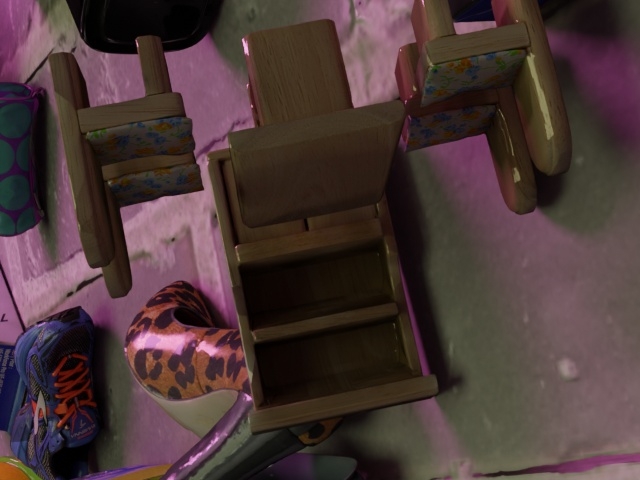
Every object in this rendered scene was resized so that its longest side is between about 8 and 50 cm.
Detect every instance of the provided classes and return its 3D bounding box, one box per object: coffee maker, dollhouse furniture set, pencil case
[{"bbox_3d":[-0.147,-0.221,0.939,0.171,0.120,0.178,84,162,-54],"label":"coffee maker"},{"bbox_3d":[0.000,0.000,0.627,0.242,0.212,0.161,96,162,-78],"label":"dollhouse furniture set"},{"bbox_3d":[-0.320,-0.084,1.291,0.064,0.070,0.152,-77,-11,-70],"label":"pencil case"}]

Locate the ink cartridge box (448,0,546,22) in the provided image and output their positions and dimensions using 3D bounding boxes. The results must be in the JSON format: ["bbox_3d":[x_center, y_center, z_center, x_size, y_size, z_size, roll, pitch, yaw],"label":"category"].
[{"bbox_3d":[0.080,-0.218,0.593,0.097,0.046,0.207,-30,70,57],"label":"ink cartridge box"}]

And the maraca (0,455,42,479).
[{"bbox_3d":[-0.332,0.293,1.367,0.185,0.099,0.127,-33,77,31],"label":"maraca"}]

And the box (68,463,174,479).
[{"bbox_3d":[-0.164,0.215,1.042,0.178,0.109,0.042,-20,80,59],"label":"box"}]

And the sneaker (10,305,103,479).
[{"bbox_3d":[-0.244,0.155,1.215,0.087,0.083,0.221,40,136,32],"label":"sneaker"}]

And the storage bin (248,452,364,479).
[{"bbox_3d":[-0.006,0.193,0.799,0.091,0.098,0.135,58,152,-12],"label":"storage bin"}]

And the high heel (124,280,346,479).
[{"bbox_3d":[-0.046,0.068,0.882,0.186,0.093,0.261,-39,29,16],"label":"high heel"}]

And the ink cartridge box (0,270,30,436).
[{"bbox_3d":[-0.421,0.092,1.506,0.333,0.065,0.165,58,141,35],"label":"ink cartridge box"}]
